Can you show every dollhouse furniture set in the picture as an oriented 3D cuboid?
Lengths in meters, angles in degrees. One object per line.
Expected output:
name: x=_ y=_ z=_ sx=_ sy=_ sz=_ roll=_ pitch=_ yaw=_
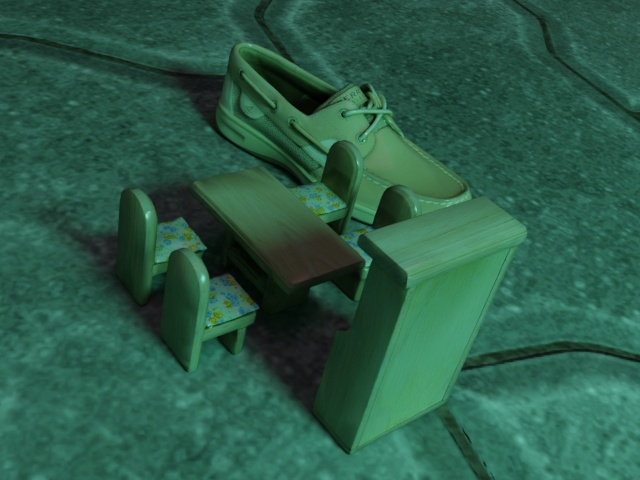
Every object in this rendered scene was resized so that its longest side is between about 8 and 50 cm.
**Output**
dollhouse furniture set: x=0.000 y=0.000 z=0.539 sx=0.212 sy=0.161 sz=0.242 roll=-18 pitch=47 yaw=-36

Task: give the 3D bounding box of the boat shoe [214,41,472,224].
boat shoe: x=0.022 y=-0.107 z=0.744 sx=0.302 sy=0.098 sz=0.109 roll=31 pitch=39 yaw=21
